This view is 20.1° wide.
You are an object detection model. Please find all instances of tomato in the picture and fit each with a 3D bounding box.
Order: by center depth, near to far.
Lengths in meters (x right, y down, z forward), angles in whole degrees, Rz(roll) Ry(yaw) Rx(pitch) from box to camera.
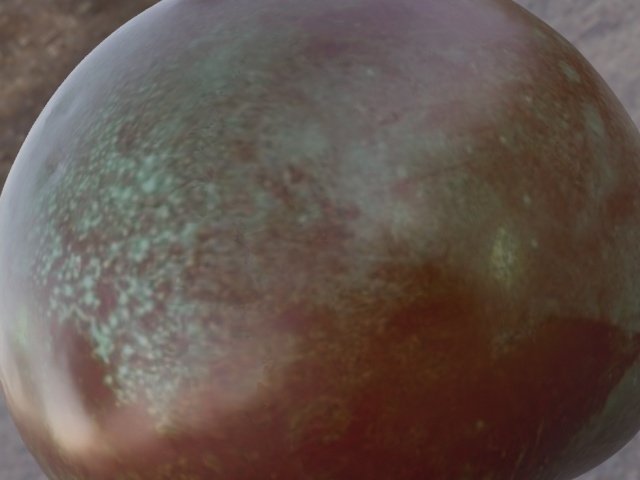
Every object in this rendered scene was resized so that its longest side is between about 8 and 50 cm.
[{"bbox_3d":[0.000,0.000,0.704,0.270,0.223,0.270,-13,10,2],"label":"tomato"}]
